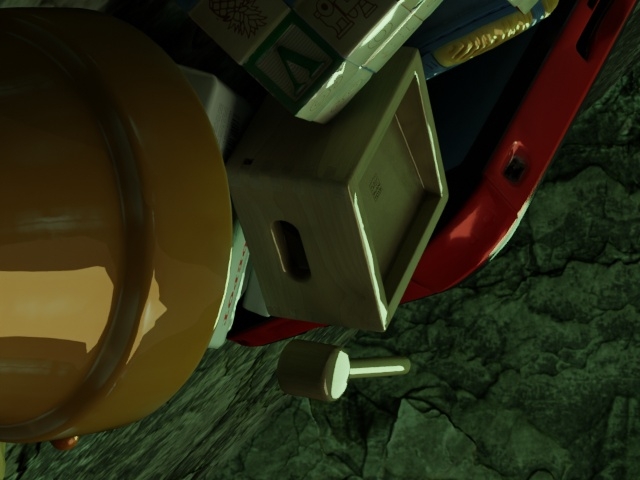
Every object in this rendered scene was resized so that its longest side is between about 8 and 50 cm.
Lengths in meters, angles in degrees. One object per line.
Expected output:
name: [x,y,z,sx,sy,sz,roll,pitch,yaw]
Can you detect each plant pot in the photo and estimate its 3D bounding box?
plant pot: [-0.176,-0.003,0.856,0.188,0.205,0.205,-6,142,-52]

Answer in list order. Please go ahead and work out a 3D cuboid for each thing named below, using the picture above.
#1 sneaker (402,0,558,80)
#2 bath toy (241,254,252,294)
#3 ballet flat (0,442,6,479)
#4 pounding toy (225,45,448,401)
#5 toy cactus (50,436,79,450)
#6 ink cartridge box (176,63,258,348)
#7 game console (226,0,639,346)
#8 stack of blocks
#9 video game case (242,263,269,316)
sneaker: [0.099,-0.207,1.295,0.112,0.131,0.296,-21,-163,28]
bath toy: [0.059,-0.056,1.838,0.348,0.129,0.151,-44,171,-12]
ballet flat: [-0.271,0.135,1.409,0.232,0.080,0.073,107,0,-76]
pounding toy: [0.000,0.011,1.189,0.181,0.094,0.206,75,32,-42]
toy cactus: [-0.185,0.045,1.307,0.180,0.112,0.219,-55,162,-14]
ink cartridge box: [-0.102,-0.020,1.191,0.219,0.092,0.160,31,74,-81]
game console: [0.092,-0.097,1.490,0.342,0.060,0.386,-19,-145,55]
stack of blocks: [0.064,-0.203,1.080,0.297,0.171,0.087,-47,171,8]
video game case: [0.012,-0.102,1.398,0.204,0.025,0.285,109,3,-70]
